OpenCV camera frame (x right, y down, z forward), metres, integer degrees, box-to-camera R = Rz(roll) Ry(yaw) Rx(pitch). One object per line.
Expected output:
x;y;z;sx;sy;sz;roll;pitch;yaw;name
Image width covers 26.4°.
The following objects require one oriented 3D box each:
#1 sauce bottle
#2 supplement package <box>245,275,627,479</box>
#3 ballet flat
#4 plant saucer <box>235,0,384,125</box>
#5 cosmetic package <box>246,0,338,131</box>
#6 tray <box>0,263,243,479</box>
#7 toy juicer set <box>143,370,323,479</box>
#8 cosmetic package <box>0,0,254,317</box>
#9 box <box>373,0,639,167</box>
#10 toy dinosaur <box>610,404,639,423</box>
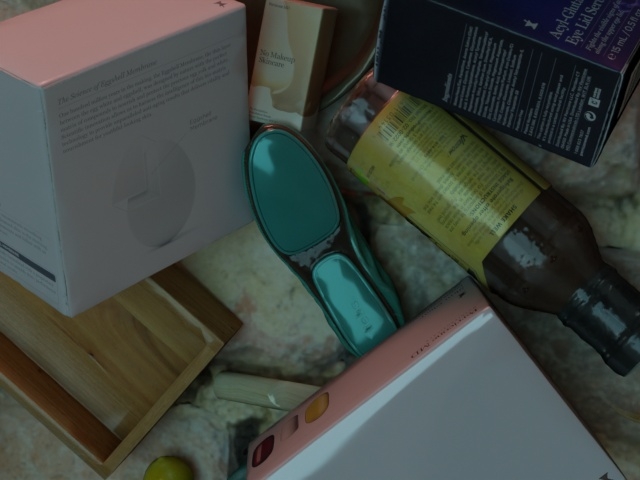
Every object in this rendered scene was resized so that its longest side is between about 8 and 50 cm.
0.159;-0.017;1.210;0.344;0.111;0.111;42;110;10;sauce bottle
0.095;0.197;1.194;0.262;0.145;0.204;-38;98;4;supplement package
0.000;0.000;1.276;0.083;0.087;0.247;-29;100;5;ballet flat
-0.055;-0.248;1.288;0.278;0.041;0.278;3;99;19;plant saucer
-0.027;-0.162;1.248;0.060;0.041;0.115;14;103;18;cosmetic package
-0.299;0.026;1.375;0.411;0.076;0.203;42;110;2;tray
-0.075;0.256;1.364;0.209;0.089;0.329;31;96;34;toy juicer set
-0.186;-0.094;1.211;0.138;0.224;0.225;29;132;35;cosmetic package
0.170;-0.178;1.143;0.207;0.153;0.108;23;140;14;box
0.358;0.164;1.210;0.183;0.053;0.093;-15;78;14;toy dinosaur
